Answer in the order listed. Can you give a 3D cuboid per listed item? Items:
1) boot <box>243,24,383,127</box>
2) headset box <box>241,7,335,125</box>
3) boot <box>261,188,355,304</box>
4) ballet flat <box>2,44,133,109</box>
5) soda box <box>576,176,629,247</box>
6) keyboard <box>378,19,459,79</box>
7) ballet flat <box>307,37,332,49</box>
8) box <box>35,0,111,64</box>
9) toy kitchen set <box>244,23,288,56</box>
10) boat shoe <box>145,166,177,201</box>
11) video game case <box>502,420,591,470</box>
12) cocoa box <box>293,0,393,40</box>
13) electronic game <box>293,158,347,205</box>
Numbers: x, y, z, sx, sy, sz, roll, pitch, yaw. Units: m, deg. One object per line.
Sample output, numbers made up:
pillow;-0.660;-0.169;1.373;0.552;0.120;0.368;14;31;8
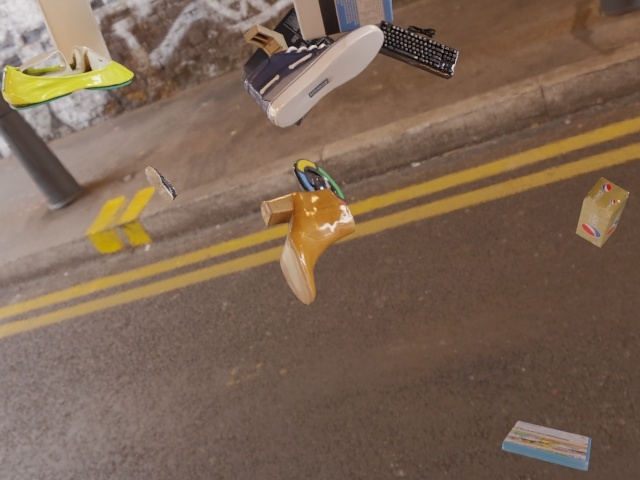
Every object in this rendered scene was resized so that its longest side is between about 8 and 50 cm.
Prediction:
boot;-0.012;-0.241;0.829;0.190;0.069;0.086;-38;65;-5
headset box;-0.085;-0.547;1.985;0.283;0.246;0.131;-55;5;-12
boot;-0.001;0.000;1.492;0.211;0.104;0.295;-12;64;-27
ballet flat;-0.408;-0.277;1.013;0.077;0.077;0.231;26;38;32
soda box;0.566;-0.053;1.246;0.061;0.181;0.058;37;84;26
keyboard;0.208;-0.420;1.319;0.023;0.180;0.108;126;162;-66
ballet flat;-0.045;-0.496;1.646;0.173;0.049;0.057;-13;46;24
box;-0.587;-0.506;1.457;0.113;0.274;0.094;-22;15;-20
toy kitchen set;-0.100;-0.327;1.116;0.068;0.083;0.075;-32;-19;32
boat shoe;-0.488;-0.178;1.900;0.046;0.125;0.038;-29;14;36
video game case;0.361;0.321;0.976;0.119;0.015;0.166;8;-1;25
cocoa box;0.037;-0.700;1.505;0.228;0.231;0.346;-10;52;7
electronic game;0.001;-0.169;1.964;0.048;0.229;0.229;-41;22;23
